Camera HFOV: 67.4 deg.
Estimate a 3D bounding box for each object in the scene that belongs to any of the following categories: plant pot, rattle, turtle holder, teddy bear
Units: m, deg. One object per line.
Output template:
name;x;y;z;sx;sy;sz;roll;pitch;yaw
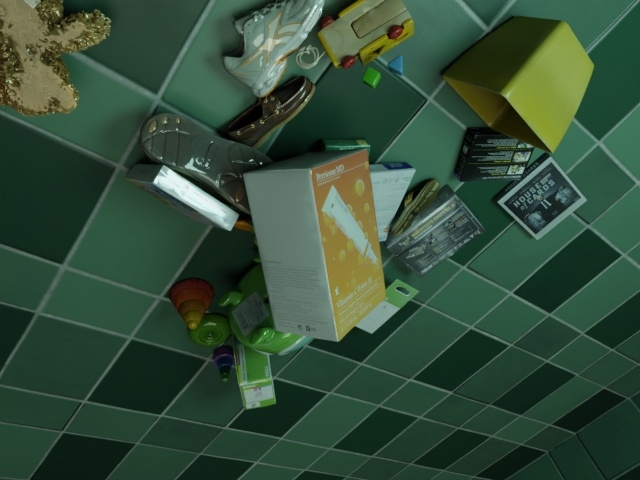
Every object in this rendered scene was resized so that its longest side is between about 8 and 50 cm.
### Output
plant pot;0.430;-0.342;1.010;0.212;0.212;0.187;31;103;-33
rattle;-0.122;-0.091;1.161;0.199;0.143;0.130;-58;156;15
turtle holder;-0.084;0.150;1.270;0.227;0.243;0.320;43;68;-53
teddy bear;-0.488;-0.383;0.792;0.245;0.113;0.338;-20;123;-8

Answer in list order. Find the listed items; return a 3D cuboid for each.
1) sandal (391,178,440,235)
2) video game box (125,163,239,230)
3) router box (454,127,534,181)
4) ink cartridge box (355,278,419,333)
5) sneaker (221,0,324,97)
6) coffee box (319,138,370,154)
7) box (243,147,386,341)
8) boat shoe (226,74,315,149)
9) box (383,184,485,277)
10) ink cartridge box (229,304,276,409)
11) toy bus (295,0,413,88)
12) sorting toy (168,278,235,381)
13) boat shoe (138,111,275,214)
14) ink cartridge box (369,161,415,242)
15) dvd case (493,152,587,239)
sandal;0.239;-0.093;1.247;0.180;0.049;0.072;-51;149;9
video game box;-0.295;-0.094;1.013;0.187;0.205;0.048;33;79;-36
router box;0.441;-0.216;1.208;0.179;0.046;0.133;-3;129;-13
ink cartridge box;0.181;0.182;1.449;0.109;0.062;0.209;30;115;-33
sneaker;-0.090;-0.397;0.885;0.121;0.099;0.262;26;117;-26
coffee box;0.049;-0.155;1.152;0.113;0.040;0.184;-5;130;-14
box;0.000;0.000;1.005;0.168;0.215;0.345;2;110;35
boat shoe;-0.105;-0.270;0.996;0.207;0.073;0.073;-39;130;16
box;0.311;-0.019;1.326;0.231;0.056;0.183;-40;127;17
ink cartridge box;-0.195;0.331;1.382;0.097;0.189;0.255;-8;130;-8
toy bus;0.080;-0.393;0.927;0.202;0.104;0.191;18;95;11
sorting toy;-0.316;0.275;1.347;0.127;0.126;0.365;-16;130;-3
boat shoe;-0.214;-0.151;1.030;0.355;0.130;0.132;32;76;-25
ink cartridge box;0.108;-0.082;1.175;0.223;0.045;0.224;-10;132;-38
dvd case;0.621;-0.117;1.351;0.239;0.029;0.179;31;114;-34
